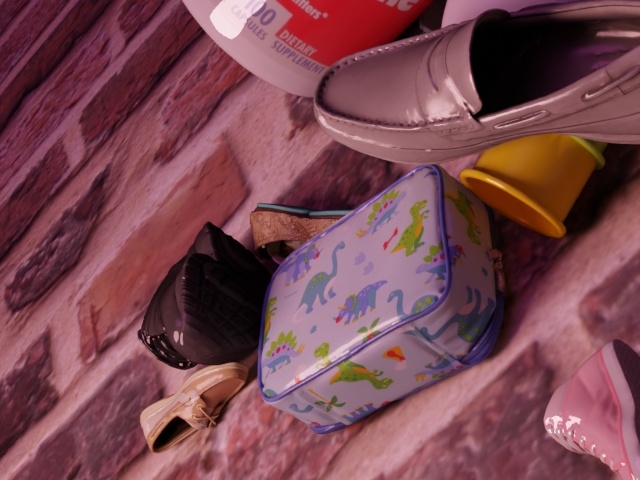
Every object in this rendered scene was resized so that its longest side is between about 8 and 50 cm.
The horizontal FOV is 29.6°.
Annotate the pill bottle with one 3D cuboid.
[{"bbox_3d":[0.064,-0.337,1.091,0.408,0.229,0.229,-42,32,31],"label":"pill bottle"}]

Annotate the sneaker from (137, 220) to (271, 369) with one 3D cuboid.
[{"bbox_3d":[-0.114,0.076,1.147,0.130,0.109,0.286,-48,6,7],"label":"sneaker"}]

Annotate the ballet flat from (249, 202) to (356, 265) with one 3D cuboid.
[{"bbox_3d":[0.000,0.000,1.165,0.206,0.073,0.067,4,91,59],"label":"ballet flat"}]

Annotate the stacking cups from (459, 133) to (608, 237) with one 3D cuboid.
[{"bbox_3d":[0.230,-0.157,0.959,0.316,0.096,0.096,-58,31,-7],"label":"stacking cups"}]

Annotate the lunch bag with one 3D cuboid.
[{"bbox_3d":[0.049,0.047,1.009,0.219,0.090,0.176,-34,37,31],"label":"lunch bag"}]

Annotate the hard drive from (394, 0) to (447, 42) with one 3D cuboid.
[{"bbox_3d":[0.063,-0.236,1.302,0.172,0.054,0.254,-39,34,25],"label":"hard drive"}]

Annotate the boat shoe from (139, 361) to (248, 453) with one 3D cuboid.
[{"bbox_3d":[-0.119,0.164,1.176,0.135,0.050,0.045,-37,48,28],"label":"boat shoe"}]

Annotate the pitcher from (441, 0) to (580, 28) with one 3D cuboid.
[{"bbox_3d":[0.187,-0.237,1.014,0.207,0.178,0.125,-49,48,7],"label":"pitcher"}]

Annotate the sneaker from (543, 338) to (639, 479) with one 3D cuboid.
[{"bbox_3d":[0.185,0.130,0.778,0.070,0.051,0.134,-40,30,26],"label":"sneaker"}]

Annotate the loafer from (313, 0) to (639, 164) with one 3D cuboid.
[{"bbox_3d":[0.123,-0.122,0.871,0.320,0.111,0.112,-3,62,34],"label":"loafer"}]
